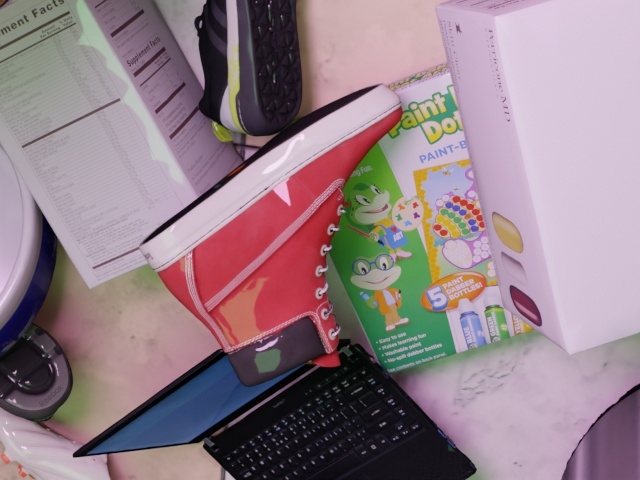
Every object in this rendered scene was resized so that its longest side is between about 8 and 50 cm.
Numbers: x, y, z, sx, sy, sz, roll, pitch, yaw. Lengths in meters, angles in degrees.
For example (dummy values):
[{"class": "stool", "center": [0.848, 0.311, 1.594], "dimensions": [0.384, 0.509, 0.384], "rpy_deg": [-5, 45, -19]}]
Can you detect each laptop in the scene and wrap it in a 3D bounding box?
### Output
[{"class": "laptop", "center": [-0.040, 0.201, 1.269], "dimensions": [0.264, 0.136, 0.234], "rpy_deg": [47, 128, -9]}]

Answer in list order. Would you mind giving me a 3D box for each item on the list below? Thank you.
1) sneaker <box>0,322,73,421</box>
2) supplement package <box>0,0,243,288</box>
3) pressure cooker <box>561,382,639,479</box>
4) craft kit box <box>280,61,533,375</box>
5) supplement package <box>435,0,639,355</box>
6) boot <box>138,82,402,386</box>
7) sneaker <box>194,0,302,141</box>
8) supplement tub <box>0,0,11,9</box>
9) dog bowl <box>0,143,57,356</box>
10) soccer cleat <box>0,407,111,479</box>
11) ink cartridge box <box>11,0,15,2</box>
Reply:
[{"class": "sneaker", "center": [-0.340, 0.072, 1.319], "dimensions": [0.101, 0.106, 0.267], "rpy_deg": [-37, 80, -20]}, {"class": "supplement package", "center": [-0.184, -0.109, 1.194], "dimensions": [0.139, 0.134, 0.244], "rpy_deg": [-22, 107, 19]}, {"class": "pressure cooker", "center": [0.356, 0.325, 1.110], "dimensions": [0.370, 0.420, 0.375], "rpy_deg": [-22, 107, 18]}, {"class": "craft kit box", "center": [0.124, -0.029, 1.211], "dimensions": [0.250, 0.061, 0.247], "rpy_deg": [-20, 104, 18]}, {"class": "supplement package", "center": [0.228, -0.078, 1.070], "dimensions": [0.204, 0.145, 0.262], "rpy_deg": [-17, 105, -10]}, {"class": "boot", "center": [0.000, 0.000, 1.128], "dimensions": [0.244, 0.088, 0.176], "rpy_deg": [-39, 100, -11]}, {"class": "sneaker", "center": [-0.074, -0.198, 1.162], "dimensions": [0.097, 0.084, 0.235], "rpy_deg": [10, 102, 40]}, {"class": "supplement tub", "center": [-0.291, -0.189, 0.744], "dimensions": [0.228, 0.316, 0.228], "rpy_deg": [5, 113, 11]}, {"class": "dog bowl", "center": [-0.369, -0.002, 1.222], "dimensions": [0.265, 0.104, 0.265], "rpy_deg": [0, 77, 2]}, {"class": "soccer cleat", "center": [-0.257, 0.222, 1.393], "dimensions": [0.076, 0.068, 0.196], "rpy_deg": [-43, 93, -6]}, {"class": "ink cartridge box", "center": [-0.217, -0.311, 1.022], "dimensions": [0.131, 0.306, 0.226], "rpy_deg": [-20, 106, 18]}]
